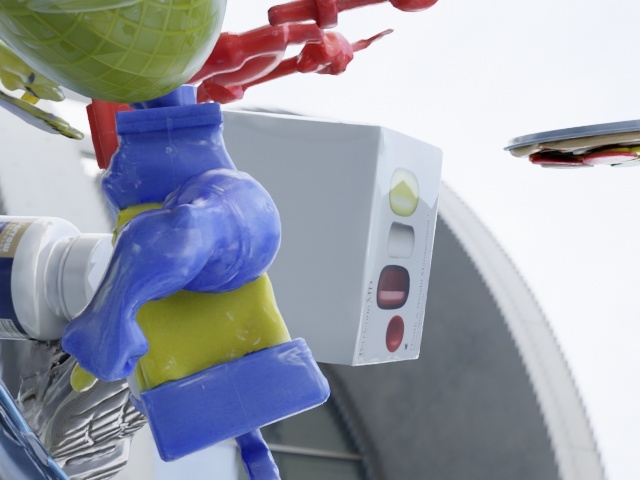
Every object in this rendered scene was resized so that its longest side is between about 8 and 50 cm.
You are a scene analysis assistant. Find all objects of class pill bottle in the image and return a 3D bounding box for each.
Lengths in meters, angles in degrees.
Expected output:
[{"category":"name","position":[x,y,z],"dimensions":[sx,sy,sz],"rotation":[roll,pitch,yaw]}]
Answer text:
[{"category":"pill bottle","position":[-0.268,0.033,1.440],"dimensions":[0.187,0.112,0.112],"rotation":[1,-100,23]}]

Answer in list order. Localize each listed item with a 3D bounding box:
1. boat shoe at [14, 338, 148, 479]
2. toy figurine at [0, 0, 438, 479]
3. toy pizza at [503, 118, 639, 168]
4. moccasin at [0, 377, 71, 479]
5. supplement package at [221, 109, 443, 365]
[{"category":"boat shoe","position":[-0.226,0.132,1.503],"dimensions":[0.130,0.132,0.355],"rotation":[64,-36,18]},{"category":"toy figurine","position":[-0.017,0.001,0.591],"dimensions":[0.362,0.191,0.217],"rotation":[132,-55,-81]},{"category":"toy pizza","position":[0.249,-0.077,1.304],"dimensions":[0.201,0.201,0.032],"rotation":[-6,-90,52]},{"category":"moccasin","position":[-0.174,0.229,1.178],"dimensions":[0.138,0.117,0.342],"rotation":[-28,-79,44]},{"category":"supplement package","position":[0.000,0.000,1.347],"dimensions":[0.149,0.203,0.194],"rotation":[7,-90,18]}]
